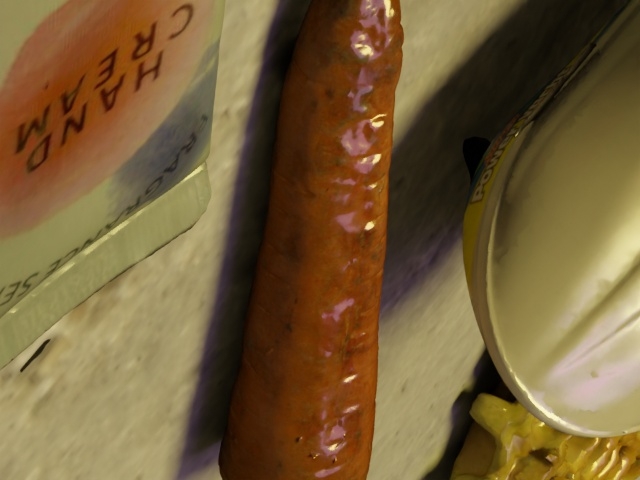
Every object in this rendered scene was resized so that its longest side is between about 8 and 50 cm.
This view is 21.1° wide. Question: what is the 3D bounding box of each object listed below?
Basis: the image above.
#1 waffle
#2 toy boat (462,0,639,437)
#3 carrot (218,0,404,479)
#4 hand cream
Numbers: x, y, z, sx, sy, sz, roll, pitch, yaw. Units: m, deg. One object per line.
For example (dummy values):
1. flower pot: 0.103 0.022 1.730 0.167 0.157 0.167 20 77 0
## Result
1. waffle: 0.144 0.094 0.926 0.249 0.056 0.253 -39 147 -34
2. toy boat: 0.141 -0.037 0.689 0.269 0.141 0.140 -43 151 -17
3. carrot: 0.000 0.000 0.571 0.057 0.057 0.224 -34 142 -42
4. hand cream: -0.053 -0.086 0.362 0.124 0.078 0.340 -41 154 -34
